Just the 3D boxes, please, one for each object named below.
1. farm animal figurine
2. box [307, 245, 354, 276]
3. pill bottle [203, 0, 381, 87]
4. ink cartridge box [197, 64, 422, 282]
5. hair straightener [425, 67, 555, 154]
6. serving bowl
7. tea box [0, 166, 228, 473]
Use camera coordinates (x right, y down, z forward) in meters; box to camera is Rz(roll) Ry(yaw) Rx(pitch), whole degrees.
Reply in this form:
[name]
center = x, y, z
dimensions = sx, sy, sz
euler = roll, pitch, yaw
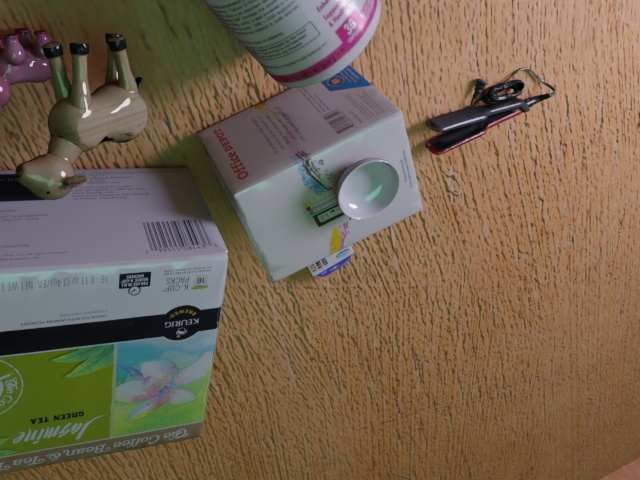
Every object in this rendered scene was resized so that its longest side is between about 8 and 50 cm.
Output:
[farm animal figurine]
center = -0.347, -0.096, 0.652
dimensions = 0.330, 0.327, 0.172
euler = -2, 114, -5
[box]
center = 0.000, 0.000, 1.091
dimensions = 0.081, 0.028, 0.136
euler = -30, 135, -3
[pill bottle]
center = -0.069, -0.312, 0.724
dimensions = 0.160, 0.160, 0.283
euler = -42, 132, 7
[ink cartridge box]
center = -0.013, -0.093, 0.914
dimensions = 0.233, 0.171, 0.168
euler = -26, 132, -6
[hair straightener]
center = 0.266, -0.210, 1.051
dimensions = 0.230, 0.047, 0.089
euler = -21, 132, -12
[serving bowl]
center = 0.055, -0.068, 0.832
dimensions = 0.083, 0.027, 0.083
euler = -14, 129, -17
[tea box]
center = -0.318, 0.096, 0.870
dimensions = 0.329, 0.220, 0.323
euler = -4, 127, -25
